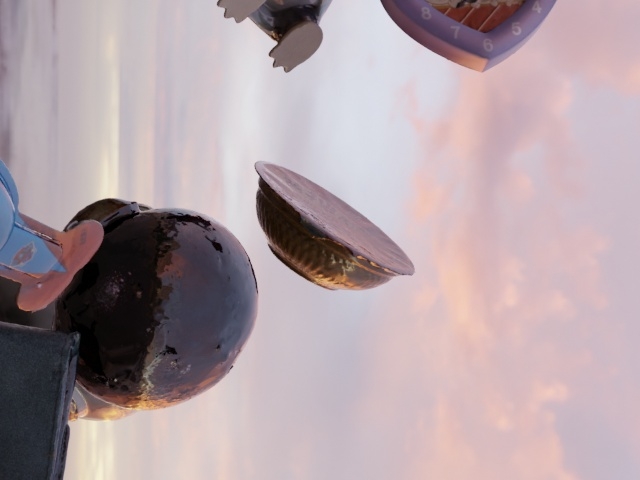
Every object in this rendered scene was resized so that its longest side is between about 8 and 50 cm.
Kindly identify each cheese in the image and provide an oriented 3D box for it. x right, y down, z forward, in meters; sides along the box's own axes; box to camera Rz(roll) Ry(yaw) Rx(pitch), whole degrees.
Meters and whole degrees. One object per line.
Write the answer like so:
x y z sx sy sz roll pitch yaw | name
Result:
-0.220 -0.005 0.663 0.037 0.106 0.256 42 0 21 | cheese

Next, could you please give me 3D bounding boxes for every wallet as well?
-0.417 0.141 0.949 0.046 0.379 0.190 -63 163 -79 | wallet

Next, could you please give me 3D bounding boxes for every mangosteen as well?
-0.184 0.047 1.037 0.250 0.211 0.211 44 -41 31 | mangosteen

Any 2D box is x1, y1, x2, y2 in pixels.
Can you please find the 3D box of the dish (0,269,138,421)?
-0.404 0.175 1.524 0.124 0.324 0.324 -54 173 -33 | dish

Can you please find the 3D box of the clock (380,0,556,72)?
0.159 -0.257 1.089 0.064 0.198 0.172 108 -25 -74 | clock

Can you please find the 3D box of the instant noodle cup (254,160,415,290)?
0.000 0.000 1.445 0.090 0.274 0.274 -56 -157 12 | instant noodle cup

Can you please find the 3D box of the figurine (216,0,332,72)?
0.014 -0.460 1.291 0.378 0.266 0.361 -38 -137 18 | figurine
